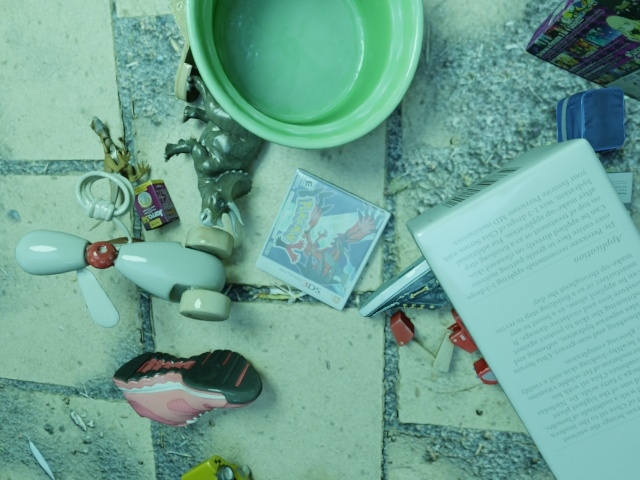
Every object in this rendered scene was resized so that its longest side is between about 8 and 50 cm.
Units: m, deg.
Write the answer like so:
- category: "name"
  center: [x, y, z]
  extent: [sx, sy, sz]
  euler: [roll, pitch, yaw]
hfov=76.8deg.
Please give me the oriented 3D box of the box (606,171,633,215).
- category: "box"
  center: [0.395, -0.011, 0.636]
  extent: [0.145, 0.038, 0.186]
  euler: [0, 101, 11]

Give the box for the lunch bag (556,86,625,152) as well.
- category: "lunch bag"
  center: [0.393, -0.169, 0.594]
  extent: [0.067, 0.065, 0.098]
  euler: [-6, 98, -3]

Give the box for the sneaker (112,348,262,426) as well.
- category: "sneaker"
  center: [-0.250, 0.301, 0.799]
  extent: [0.314, 0.116, 0.136]
  euler: [-2, 110, 19]

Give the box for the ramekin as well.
- category: "ramekin"
  center: [-0.027, -0.286, 0.565]
  extent: [0.303, 0.148, 0.303]
  euler: [-4, 108, -14]

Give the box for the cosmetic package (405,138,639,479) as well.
- category: "cosmetic package"
  center: [0.334, 0.118, 0.564]
  extent: [0.230, 0.161, 0.453]
  euler: [-30, 93, 11]

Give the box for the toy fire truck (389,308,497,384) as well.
- category: "toy fire truck"
  center: [0.226, 0.182, 0.699]
  extent: [0.135, 0.047, 0.192]
  euler: [-38, 92, 15]

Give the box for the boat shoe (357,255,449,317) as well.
- category: "boat shoe"
  center: [0.155, 0.095, 0.688]
  extent: [0.183, 0.065, 0.083]
  euler: [-39, 90, 14]

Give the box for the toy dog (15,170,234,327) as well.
- category: "toy dog"
  center: [-0.304, 0.051, 0.704]
  extent: [0.334, 0.220, 0.161]
  euler: [27, 149, -4]

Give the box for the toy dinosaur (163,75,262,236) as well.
- category: "toy dinosaur"
  center: [-0.164, -0.181, 0.695]
  extent: [0.160, 0.121, 0.313]
  euler: [19, 93, -10]

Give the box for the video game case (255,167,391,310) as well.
- category: "video game case"
  center: [0.000, 0.000, 0.724]
  extent: [0.183, 0.023, 0.201]
  euler: [27, 104, 5]

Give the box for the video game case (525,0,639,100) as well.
- category: "video game case"
  center: [0.392, -0.244, 0.494]
  extent: [0.210, 0.232, 0.042]
  euler: [26, 102, 6]

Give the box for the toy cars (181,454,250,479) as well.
- category: "toy cars"
  center: [-0.082, 0.528, 0.808]
  extent: [0.394, 0.087, 0.176]
  euler: [14, 107, 5]

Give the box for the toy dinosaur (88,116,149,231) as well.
- category: "toy dinosaur"
  center: [-0.389, -0.127, 0.770]
  extent: [0.112, 0.064, 0.211]
  euler: [-4, 90, 30]

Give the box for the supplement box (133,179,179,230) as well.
- category: "supplement box"
  center: [-0.315, -0.067, 0.765]
  extent: [0.055, 0.043, 0.083]
  euler: [-21, 96, 13]

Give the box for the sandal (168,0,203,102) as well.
- category: "sandal"
  center: [-0.220, -0.360, 0.670]
  extent: [0.079, 0.088, 0.240]
  euler: [24, 109, 0]
